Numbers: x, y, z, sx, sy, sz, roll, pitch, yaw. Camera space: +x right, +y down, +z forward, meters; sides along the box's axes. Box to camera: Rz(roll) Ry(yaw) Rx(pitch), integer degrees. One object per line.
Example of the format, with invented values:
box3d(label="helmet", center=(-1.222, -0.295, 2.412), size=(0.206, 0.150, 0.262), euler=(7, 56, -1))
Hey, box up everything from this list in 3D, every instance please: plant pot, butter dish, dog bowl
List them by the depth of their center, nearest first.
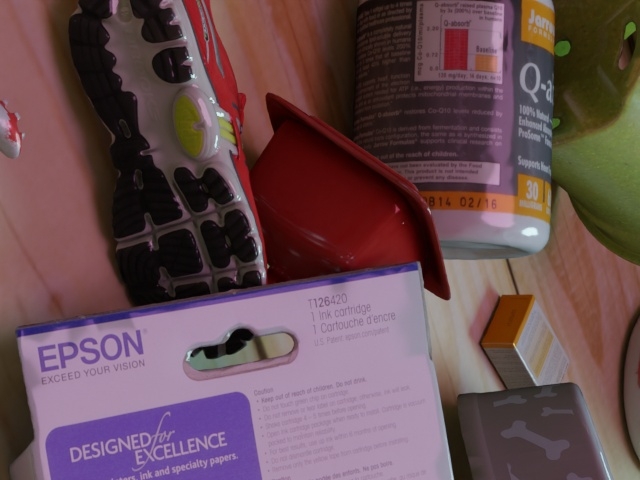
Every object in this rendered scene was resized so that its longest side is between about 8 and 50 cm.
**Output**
box3d(label="butter dish", center=(0.000, 0.000, 1.182), size=(0.118, 0.160, 0.160), euler=(-46, 154, -14))
box3d(label="dog bowl", center=(0.218, 0.277, 1.377), size=(0.349, 0.102, 0.349), euler=(-19, 90, -82))
box3d(label="plant pot", center=(0.274, -0.134, 1.467), size=(0.254, 0.276, 0.276), euler=(21, 71, -49))

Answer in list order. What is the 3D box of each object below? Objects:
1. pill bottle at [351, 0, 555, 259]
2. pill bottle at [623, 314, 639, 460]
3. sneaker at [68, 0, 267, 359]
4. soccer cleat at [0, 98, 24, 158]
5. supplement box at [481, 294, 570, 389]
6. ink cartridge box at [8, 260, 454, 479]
box3d(label="pill bottle", center=(0.107, -0.129, 1.322), size=(0.162, 0.162, 0.279), euler=(11, 80, -53))
box3d(label="pill bottle", center=(0.517, 0.156, 1.701), size=(0.210, 0.362, 0.210), euler=(3, 86, -54))
box3d(label="sneaker", center=(-0.080, -0.058, 1.117), size=(0.118, 0.107, 0.279), euler=(-44, 128, -62))
box3d(label="soccer cleat", center=(-0.210, -0.082, 0.998), size=(0.035, 0.029, 0.083), euler=(-42, 118, -36))
box3d(label="supplement box", center=(0.191, 0.105, 1.531), size=(0.098, 0.036, 0.062), euler=(58, 45, -35))
box3d(label="ink cartridge box", center=(-0.045, 0.187, 1.082), size=(0.303, 0.072, 0.307), euler=(-8, 85, -31))
